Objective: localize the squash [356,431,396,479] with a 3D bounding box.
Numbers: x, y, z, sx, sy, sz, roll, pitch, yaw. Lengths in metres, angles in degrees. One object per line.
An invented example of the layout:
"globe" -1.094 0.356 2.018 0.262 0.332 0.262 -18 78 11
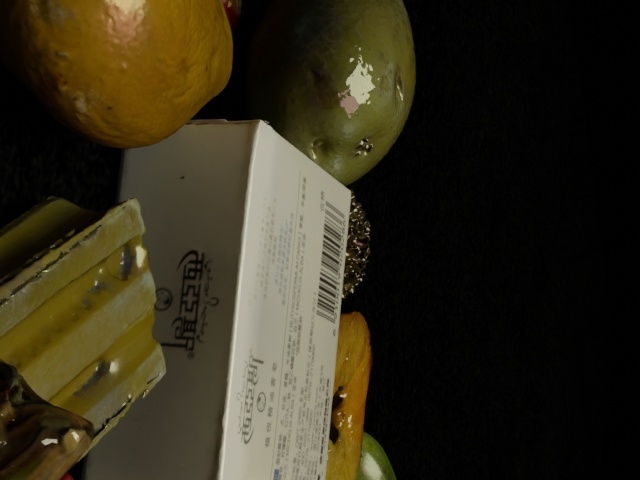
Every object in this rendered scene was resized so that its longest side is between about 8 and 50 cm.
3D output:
"squash" 0.056 0.343 1.398 0.094 0.094 0.341 -50 134 -59

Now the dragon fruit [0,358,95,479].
"dragon fruit" -0.171 0.154 0.575 0.317 0.152 0.205 13 86 -54

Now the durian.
"durian" 0.000 0.000 1.229 0.188 0.091 0.148 -6 96 -67

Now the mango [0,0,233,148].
"mango" -0.125 -0.147 0.858 0.317 0.119 0.176 1 82 -74

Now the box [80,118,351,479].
"box" -0.070 0.066 1.006 0.203 0.116 0.274 30 63 -66

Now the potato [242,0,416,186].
"potato" 0.012 -0.158 1.171 0.251 0.159 0.174 -84 -163 -48

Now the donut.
"donut" -0.011 0.156 1.234 0.174 0.074 0.190 -26 119 -68

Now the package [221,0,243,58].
"package" -0.084 -0.254 1.092 0.083 0.022 0.200 0 89 -70

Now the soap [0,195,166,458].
"soap" -0.180 0.071 0.777 0.233 0.076 0.135 -48 135 -59
